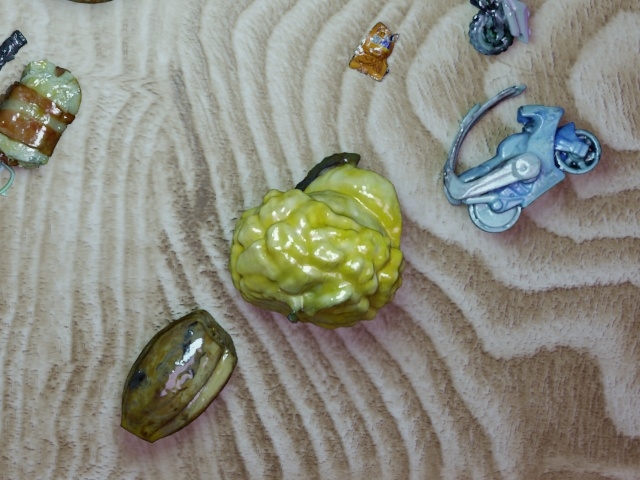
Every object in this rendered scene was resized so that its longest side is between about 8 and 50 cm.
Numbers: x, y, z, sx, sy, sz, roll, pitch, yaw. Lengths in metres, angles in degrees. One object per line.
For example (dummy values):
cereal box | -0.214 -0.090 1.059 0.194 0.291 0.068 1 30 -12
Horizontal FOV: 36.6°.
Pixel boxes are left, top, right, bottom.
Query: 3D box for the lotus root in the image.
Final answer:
lotus root | -0.299 0.288 1.978 0.193 0.193 0.291 41 94 -20

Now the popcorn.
popcorn | 0.000 0.000 1.901 0.349 0.349 0.382 19 70 -18

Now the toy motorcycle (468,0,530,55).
toy motorcycle | 0.369 -0.535 1.910 0.188 0.143 0.327 -16 116 -8

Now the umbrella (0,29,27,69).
umbrella | -0.602 -0.331 1.796 0.144 0.040 0.037 -45 119 4

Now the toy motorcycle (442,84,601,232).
toy motorcycle | 0.400 -0.177 1.998 0.319 0.182 0.241 -36 111 1

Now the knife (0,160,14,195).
knife | -0.668 -0.063 1.874 0.212 0.015 0.054 -46 118 2

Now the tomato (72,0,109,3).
tomato | -0.410 -0.549 1.681 0.270 0.222 0.270 -5 110 -14

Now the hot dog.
hot dog | -0.534 -0.234 1.813 0.146 0.103 0.213 37 86 1

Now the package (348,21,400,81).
package | 0.115 -0.381 1.951 0.077 0.033 0.111 23 105 -28
